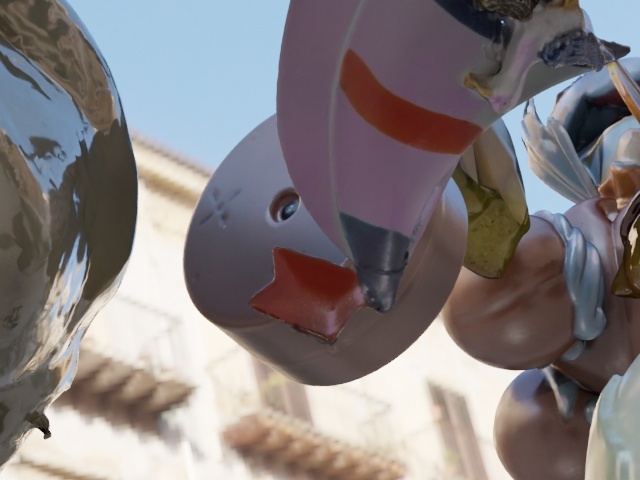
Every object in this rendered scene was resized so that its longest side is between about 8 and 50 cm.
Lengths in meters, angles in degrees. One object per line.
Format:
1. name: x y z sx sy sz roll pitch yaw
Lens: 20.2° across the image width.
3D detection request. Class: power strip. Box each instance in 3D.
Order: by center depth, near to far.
1. power strip: 0.000 0.000 0.994 0.154 0.154 0.078 -31 -46 24

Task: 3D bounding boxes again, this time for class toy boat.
1. toy boat: 0.044 -0.111 0.771 0.318 0.072 0.219 -45 -55 11

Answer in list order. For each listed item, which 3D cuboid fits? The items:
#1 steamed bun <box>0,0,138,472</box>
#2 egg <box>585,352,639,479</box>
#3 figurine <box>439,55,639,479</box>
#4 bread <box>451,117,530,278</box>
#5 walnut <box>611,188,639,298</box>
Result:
1. steamed bun: -0.247 -0.034 0.975 0.342 0.255 0.367 33 -47 9
2. egg: 0.261 0.147 0.714 0.278 0.336 0.278 -52 -6 -8
3. figurine: 0.251 0.010 1.573 0.248 0.388 0.276 -16 -58 19
4. bread: 0.074 -0.079 1.345 0.088 0.160 0.233 -24 -45 37
5. walnut: 0.316 -0.013 1.303 0.245 0.137 0.137 -21 -33 24
